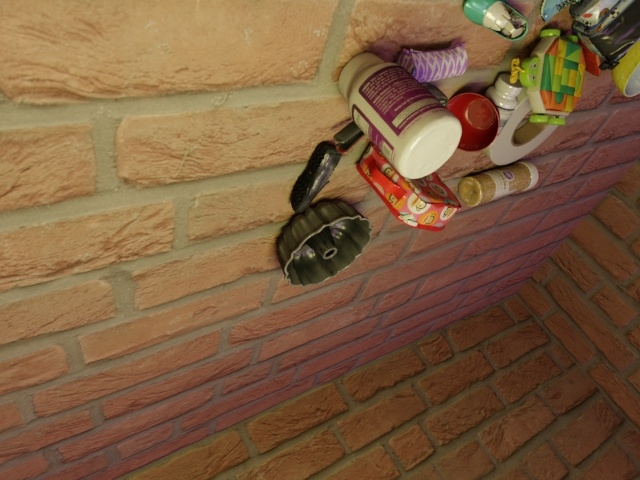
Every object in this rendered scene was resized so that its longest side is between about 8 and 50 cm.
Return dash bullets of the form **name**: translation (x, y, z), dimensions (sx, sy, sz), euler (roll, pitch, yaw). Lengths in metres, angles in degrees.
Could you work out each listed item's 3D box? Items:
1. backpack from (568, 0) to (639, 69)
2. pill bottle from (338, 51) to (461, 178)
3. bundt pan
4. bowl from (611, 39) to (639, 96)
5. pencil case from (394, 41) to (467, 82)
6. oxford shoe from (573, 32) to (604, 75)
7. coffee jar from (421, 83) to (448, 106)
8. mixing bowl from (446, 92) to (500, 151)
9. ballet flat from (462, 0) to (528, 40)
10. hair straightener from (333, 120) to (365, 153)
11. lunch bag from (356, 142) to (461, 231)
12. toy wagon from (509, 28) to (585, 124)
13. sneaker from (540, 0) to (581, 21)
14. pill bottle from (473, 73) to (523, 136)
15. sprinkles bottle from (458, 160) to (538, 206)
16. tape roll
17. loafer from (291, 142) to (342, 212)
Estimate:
- **backpack**: translation (0.828, -0.647, 1.359), dimensions (0.276, 0.213, 0.263), euler (-41, -170, 25)
- **pill bottle**: translation (0.169, -0.297, 1.119), dimensions (0.169, 0.302, 0.169), euler (-25, 150, -16)
- **bundt pan**: translation (0.000, 0.000, 1.563), dimensions (0.330, 0.124, 0.331), euler (-26, 150, -17)
- **bowl**: translation (1.131, -0.672, 1.713), dimensions (0.289, 0.156, 0.290), euler (-25, 149, -16)
- **pencil case**: translation (0.282, -0.452, 1.242), dimensions (0.205, 0.086, 0.088), euler (-18, 123, -30)
- **oxford shoe**: translation (0.913, -0.637, 1.607), dimensions (0.098, 0.097, 0.271), euler (-48, 149, 11)
- **coffee jar**: translation (0.286, -0.342, 1.386), dimensions (0.078, 0.096, 0.185), euler (-15, 146, -27)
- **mixing bowl**: translation (0.472, -0.371, 1.486), dimensions (0.098, 0.181, 0.182), euler (-37, 158, -40)
- **ballet flat**: translation (0.461, -0.570, 1.244), dimensions (0.247, 0.087, 0.083), euler (-4, 138, -42)
- **hair straightener**: translation (0.126, -0.327, 1.273), dimensions (0.230, 0.047, 0.089), euler (-39, 151, -9)
- **lunch bag**: translation (0.243, -0.161, 1.407), dimensions (0.258, 0.293, 0.120), euler (5, 131, -44)
- **toy wagon**: translation (0.693, -0.492, 1.475), dimensions (0.344, 0.068, 0.268), euler (-7, 105, -39)
- **sneaker**: translation (0.677, -0.669, 1.334), dimensions (0.162, 0.073, 0.063), euler (-47, 149, 19)
- **pill bottle**: translation (0.554, -0.423, 1.533), dimensions (0.107, 0.108, 0.180), euler (-16, 145, -31)
- **sprinkles bottle**: translation (0.721, -0.232, 1.968), dimensions (0.355, 0.121, 0.121), euler (-17, 146, -28)
- **tape roll**: translation (0.741, -0.440, 1.738), dimensions (0.391, 0.072, 0.392), euler (-26, 150, -17)
- **loafer**: translation (-0.010, -0.167, 1.356), dimensions (0.078, 0.076, 0.223), euler (6, 128, -39)
